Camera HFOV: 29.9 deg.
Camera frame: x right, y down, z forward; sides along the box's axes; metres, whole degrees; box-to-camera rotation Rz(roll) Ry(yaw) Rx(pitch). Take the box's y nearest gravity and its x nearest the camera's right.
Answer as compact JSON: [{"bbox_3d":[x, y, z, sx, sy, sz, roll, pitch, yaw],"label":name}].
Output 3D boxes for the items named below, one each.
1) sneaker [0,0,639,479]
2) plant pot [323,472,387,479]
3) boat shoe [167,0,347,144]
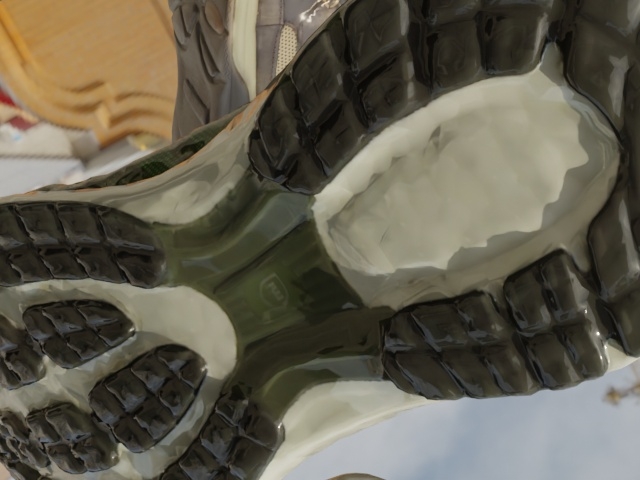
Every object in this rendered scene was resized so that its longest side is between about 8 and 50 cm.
[{"bbox_3d":[0.000,0.000,0.473,0.410,0.158,0.182,-21,-170,36],"label":"sneaker"},{"bbox_3d":[-0.035,0.267,0.701,0.274,0.256,0.256,-47,-172,23],"label":"plant pot"},{"bbox_3d":[-0.029,-0.142,0.824,0.130,0.355,0.132,-12,-135,-22],"label":"boat shoe"}]
